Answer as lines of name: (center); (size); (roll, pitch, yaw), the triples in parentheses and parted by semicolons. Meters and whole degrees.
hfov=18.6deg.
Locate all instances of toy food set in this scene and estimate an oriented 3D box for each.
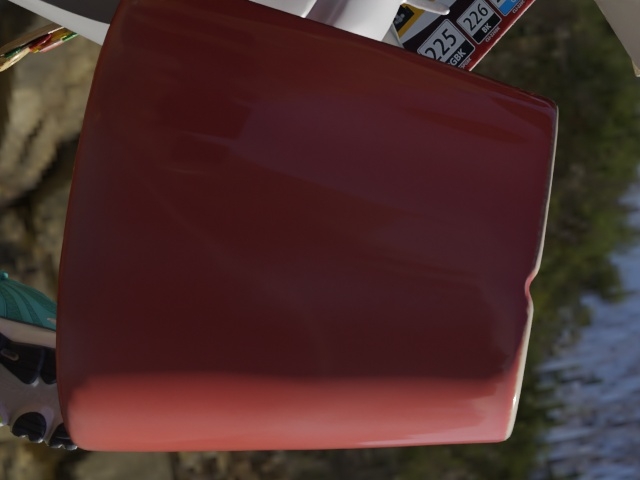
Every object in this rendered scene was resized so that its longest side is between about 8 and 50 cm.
toy food set: (-0.279, -0.193, 1.914); (0.082, 0.083, 0.020); (-18, -82, 53)

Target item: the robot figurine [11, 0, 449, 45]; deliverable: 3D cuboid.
robot figurine: (-0.085, -0.208, 1.245); (0.300, 0.353, 0.199); (15, -98, 55)

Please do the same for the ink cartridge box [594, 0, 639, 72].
ink cartridge box: (0.364, -0.209, 1.610); (0.307, 0.223, 0.129); (61, -9, 17)

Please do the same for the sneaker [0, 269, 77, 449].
sneaker: (-0.258, 0.065, 1.398); (0.107, 0.275, 0.110); (-59, -166, 20)

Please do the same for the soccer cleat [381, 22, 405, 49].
soccer cleat: (0.046, -0.138, 1.555); (0.068, 0.076, 0.196); (110, -21, -64)

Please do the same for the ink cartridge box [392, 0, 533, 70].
ink cartridge box: (0.040, -0.263, 1.767); (0.272, 0.309, 0.130); (43, -2, -17)

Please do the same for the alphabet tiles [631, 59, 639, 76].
alphabet tiles: (0.362, -0.280, 2.047); (0.285, 0.011, 0.342); (-7, 83, -57)

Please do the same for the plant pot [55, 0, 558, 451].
plant pot: (0.000, 0.000, 1.099); (0.275, 0.243, 0.275); (9, 90, -85)
